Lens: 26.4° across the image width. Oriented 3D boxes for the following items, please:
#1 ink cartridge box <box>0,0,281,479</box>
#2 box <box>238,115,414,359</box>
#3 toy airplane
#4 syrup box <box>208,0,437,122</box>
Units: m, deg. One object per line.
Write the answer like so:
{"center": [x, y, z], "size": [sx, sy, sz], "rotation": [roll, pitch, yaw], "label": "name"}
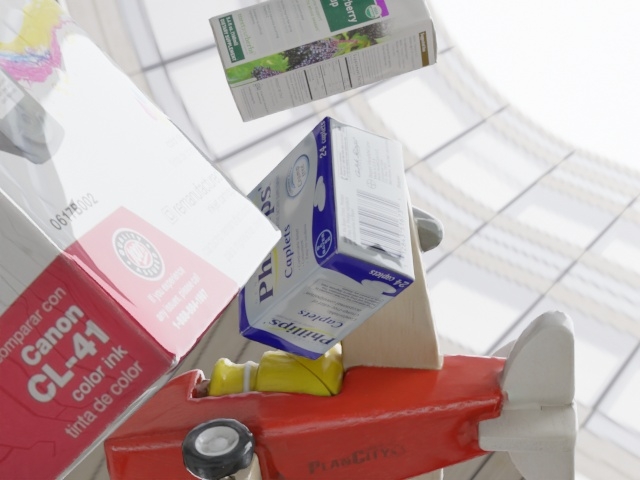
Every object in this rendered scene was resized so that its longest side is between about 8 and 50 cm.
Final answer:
{"center": [-0.185, -0.042, 0.680], "size": [0.131, 0.226, 0.306], "rotation": [-42, -85, 19], "label": "ink cartridge box"}
{"center": [0.000, 0.000, 1.025], "size": [0.072, 0.126, 0.137], "rotation": [18, -40, -27], "label": "box"}
{"center": [0.046, 0.131, 1.229], "size": [0.384, 0.272, 0.386], "rotation": [30, -73, -28], "label": "toy airplane"}
{"center": [0.005, -0.224, 1.529], "size": [0.236, 0.096, 0.093], "rotation": [-17, -118, 1], "label": "syrup box"}
